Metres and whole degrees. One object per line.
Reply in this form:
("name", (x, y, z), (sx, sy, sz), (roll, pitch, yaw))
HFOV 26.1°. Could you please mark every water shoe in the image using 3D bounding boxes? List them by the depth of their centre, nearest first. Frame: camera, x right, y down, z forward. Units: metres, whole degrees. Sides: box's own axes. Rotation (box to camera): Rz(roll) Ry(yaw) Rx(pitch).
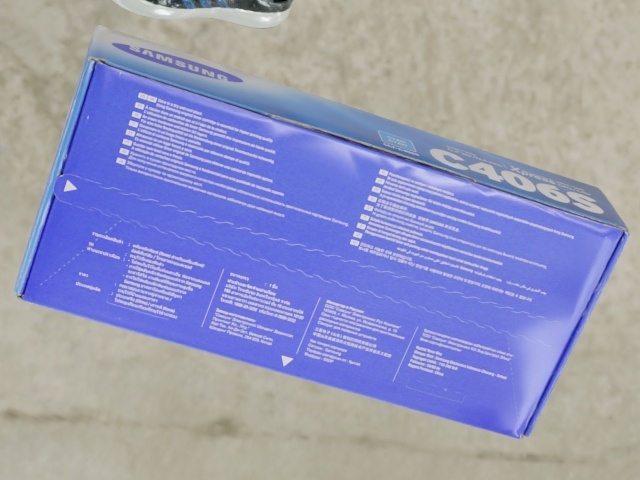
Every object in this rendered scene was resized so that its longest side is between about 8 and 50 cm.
("water shoe", (-0.123, -0.275, 1.430), (0.203, 0.073, 0.080), (2, 129, -23))

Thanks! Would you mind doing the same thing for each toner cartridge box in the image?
("toner cartridge box", (0.000, 0.000, 0.875), (0.347, 0.075, 0.165), (17, 111, -13))
